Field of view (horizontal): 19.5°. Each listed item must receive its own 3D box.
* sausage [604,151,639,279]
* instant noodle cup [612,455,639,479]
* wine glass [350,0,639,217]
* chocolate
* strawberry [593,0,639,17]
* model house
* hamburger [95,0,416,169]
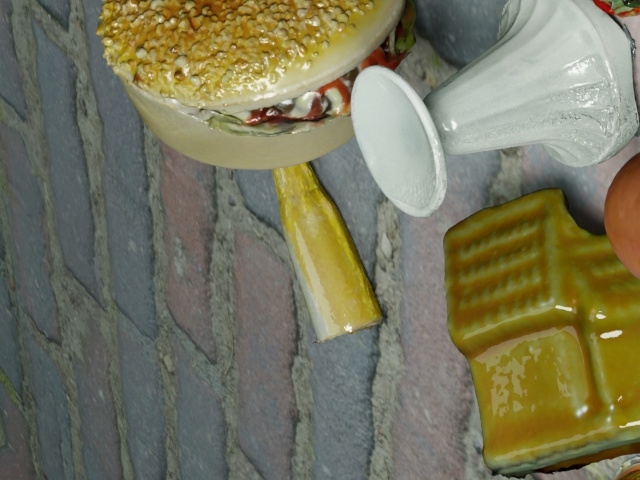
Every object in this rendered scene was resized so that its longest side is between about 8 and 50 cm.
[{"bbox_3d":[0.308,-0.024,1.335,0.259,0.114,0.113,-9,102,66],"label":"sausage"},{"bbox_3d":[0.235,0.316,1.640,0.193,0.212,0.193,46,148,41],"label":"instant noodle cup"},{"bbox_3d":[0.137,-0.112,1.508,0.165,0.196,0.165,49,151,40],"label":"wine glass"},{"bbox_3d":[0.000,0.000,2.035,0.085,0.086,0.219,-23,85,66],"label":"chocolate"},{"bbox_3d":[0.227,-0.233,1.330,0.148,0.131,0.131,-94,5,-47],"label":"strawberry"},{"bbox_3d":[0.217,0.071,1.576,0.268,0.173,0.239,-21,77,35],"label":"model house"},{"bbox_3d":[-0.059,-0.207,1.737,0.302,0.302,0.170,50,159,35],"label":"hamburger"}]
